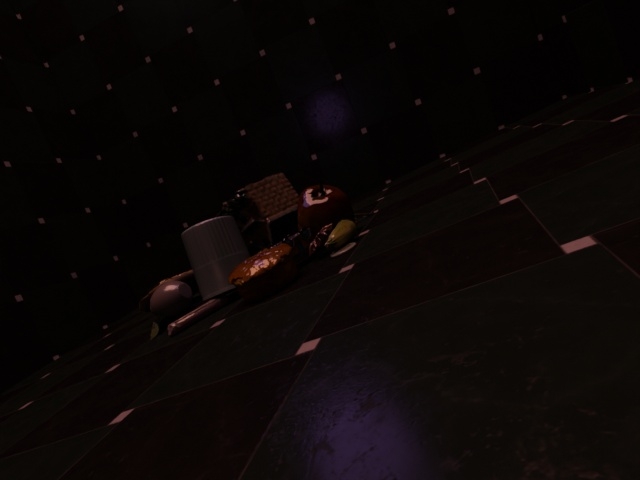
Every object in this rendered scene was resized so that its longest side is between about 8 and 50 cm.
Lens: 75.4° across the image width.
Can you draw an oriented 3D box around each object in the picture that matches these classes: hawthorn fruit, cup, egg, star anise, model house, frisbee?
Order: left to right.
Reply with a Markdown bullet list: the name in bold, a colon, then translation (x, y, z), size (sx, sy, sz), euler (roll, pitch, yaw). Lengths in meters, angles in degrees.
- **egg**: translation (-0.746, 0.296, 2.055), size (0.232, 0.176, 0.176), euler (-25, 8, 21)
- **cup**: translation (-0.415, 0.067, 1.826), size (0.331, 0.311, 0.257), euler (-18, -6, -45)
- **model house**: translation (-0.299, -0.047, 2.159), size (0.445, 0.400, 0.395), euler (-39, 0, 38)
- **star anise**: translation (0.000, 0.000, 1.680), size (0.167, 0.057, 0.168), euler (-63, -4, -7)
- **hawthorn fruit**: translation (0.015, -0.133, 1.877), size (0.268, 0.300, 0.267), euler (-7, 25, 3)
- **frisbee**: translation (0.086, 0.035, 1.566), size (0.110, 0.014, 0.110), euler (-26, 8, 4)

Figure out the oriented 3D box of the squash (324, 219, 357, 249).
- **squash**: translation (0.070, -0.010, 1.633), size (0.094, 0.094, 0.224), euler (-23, 8, 29)

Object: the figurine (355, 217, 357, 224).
- **figurine**: translation (0.165, -0.100, 2.143), size (0.060, 0.047, 0.106), euler (18, 11, 10)

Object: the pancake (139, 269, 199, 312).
- **pancake**: translation (-0.814, 0.289, 2.287), size (0.382, 0.071, 0.382), euler (-31, -17, -11)

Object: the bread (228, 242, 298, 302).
- **bread**: translation (-0.202, 0.117, 1.528), size (0.268, 0.145, 0.268), euler (-27, 11, 6)

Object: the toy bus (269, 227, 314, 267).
- **toy bus**: translation (-0.110, 0.041, 1.738), size (0.209, 0.136, 0.126), euler (-33, 7, -41)

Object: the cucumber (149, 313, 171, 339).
- **cucumber**: translation (-0.720, 0.376, 1.872), size (0.046, 0.070, 0.220), euler (2, 7, -6)

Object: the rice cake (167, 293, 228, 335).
- **rice cake**: translation (-0.487, 0.295, 1.655), size (0.270, 0.049, 0.055), euler (-30, -11, -24)

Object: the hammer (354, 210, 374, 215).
- **hammer**: translation (0.190, -0.131, 2.123), size (0.182, 0.017, 0.062), euler (-5, -9, -36)
